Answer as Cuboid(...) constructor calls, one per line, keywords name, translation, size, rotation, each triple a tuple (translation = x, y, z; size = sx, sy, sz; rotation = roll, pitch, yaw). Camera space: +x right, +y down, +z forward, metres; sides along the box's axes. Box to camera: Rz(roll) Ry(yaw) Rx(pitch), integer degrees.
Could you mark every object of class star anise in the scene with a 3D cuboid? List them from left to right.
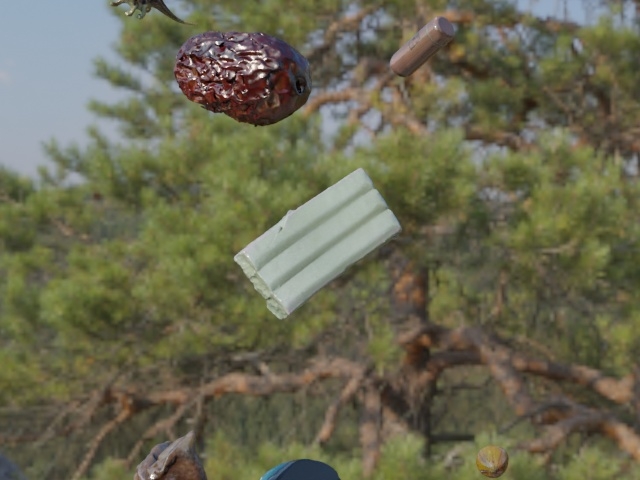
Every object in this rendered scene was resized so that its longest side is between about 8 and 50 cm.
Cuboid(name="star anise", translation=(-0.166, 0.305, 1.160), size=(0.073, 0.212, 0.197), rotation=(17, -27, -24))

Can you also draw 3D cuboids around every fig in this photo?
Cuboid(name="fig", translation=(0.259, 0.341, 1.660), size=(0.050, 0.050, 0.083), rotation=(-1, 7, 16))

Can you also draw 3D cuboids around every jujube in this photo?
Cuboid(name="jujube", translation=(-0.090, -0.174, 1.170), size=(0.165, 0.104, 0.104), rotation=(9, 4, 33))

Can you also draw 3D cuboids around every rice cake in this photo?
Cuboid(name="rice cake", translation=(0.000, 0.000, 1.553), size=(0.237, 0.127, 0.043), rotation=(-34, -7, -23))

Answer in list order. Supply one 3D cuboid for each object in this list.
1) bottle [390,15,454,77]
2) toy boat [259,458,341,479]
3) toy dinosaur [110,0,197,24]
Cuboid(name="bottle", translation=(0.189, -0.360, 2.039), size=(0.053, 0.053, 0.140), rotation=(1, -27, -39))
Cuboid(name="toy boat", translation=(0.002, 0.362, 1.058), size=(0.134, 0.299, 0.092), rotation=(-17, -8, -44))
Cuboid(name="toy dinosaur", translation=(-0.280, -0.370, 1.715), size=(0.180, 0.037, 0.058), rotation=(20, -46, -42))
